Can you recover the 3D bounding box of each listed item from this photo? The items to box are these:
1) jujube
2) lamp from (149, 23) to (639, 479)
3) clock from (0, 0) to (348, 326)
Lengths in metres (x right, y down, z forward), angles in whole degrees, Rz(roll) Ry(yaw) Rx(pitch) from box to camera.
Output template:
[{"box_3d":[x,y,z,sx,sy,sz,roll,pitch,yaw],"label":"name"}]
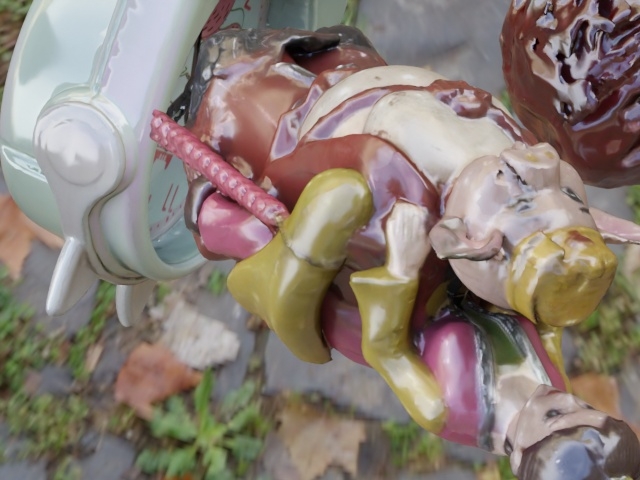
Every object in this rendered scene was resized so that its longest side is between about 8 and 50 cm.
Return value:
[{"box_3d":[0.306,-0.217,1.561,0.376,0.258,0.258,-39,97,4],"label":"jujube"},{"box_3d":[0.038,0.003,0.658,0.118,0.253,0.118,-11,116,-24],"label":"lamp"},{"box_3d":[-0.094,-0.104,1.203,0.108,0.265,0.324,23,90,16],"label":"clock"}]
